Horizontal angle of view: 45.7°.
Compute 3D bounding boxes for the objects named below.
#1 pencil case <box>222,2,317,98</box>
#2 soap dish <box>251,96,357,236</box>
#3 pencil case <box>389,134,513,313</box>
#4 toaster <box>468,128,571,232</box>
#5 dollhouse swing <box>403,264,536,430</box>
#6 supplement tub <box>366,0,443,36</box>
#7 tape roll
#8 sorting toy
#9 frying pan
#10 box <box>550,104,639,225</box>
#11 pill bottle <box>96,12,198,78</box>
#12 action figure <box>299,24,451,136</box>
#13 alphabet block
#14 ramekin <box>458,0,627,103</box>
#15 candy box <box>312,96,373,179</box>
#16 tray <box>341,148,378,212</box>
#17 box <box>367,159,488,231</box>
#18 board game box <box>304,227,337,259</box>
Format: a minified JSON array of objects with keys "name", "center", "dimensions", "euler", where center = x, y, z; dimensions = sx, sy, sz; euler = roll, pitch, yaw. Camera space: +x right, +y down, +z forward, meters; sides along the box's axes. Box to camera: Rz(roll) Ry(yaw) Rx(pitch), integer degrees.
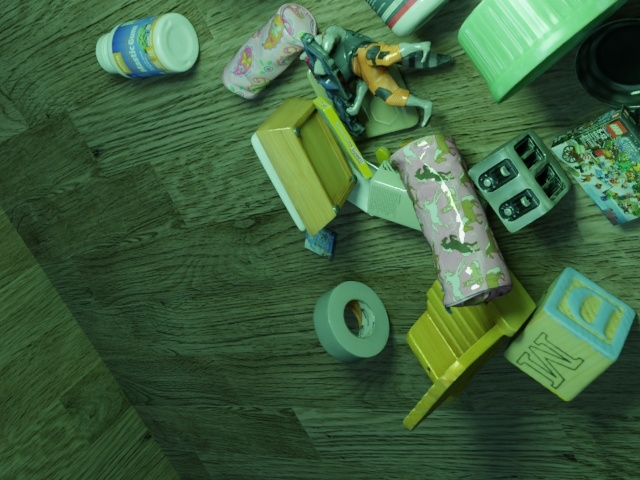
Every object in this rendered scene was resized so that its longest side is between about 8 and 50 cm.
[{"name":"pencil case","center":[-0.124,-0.452,1.843],"dimensions":[0.124,0.124,0.284],"euler":[51,138,-7]},{"name":"soap dish","center":[-0.029,-0.189,1.847],"dimensions":[0.118,0.229,0.291],"euler":[-16,113,29]},{"name":"pencil case","center":[0.280,-0.043,1.650],"dimensions":[0.167,0.160,0.386],"euler":[-26,76,32]},{"name":"toaster","center":[0.432,-0.131,1.630],"dimensions":[0.110,0.185,0.168],"euler":[-34,90,44]},{"name":"dollhouse swing","center":[0.284,0.226,1.828],"dimensions":[0.315,0.305,0.347],"euler":[58,146,26]},{"name":"supplement tub","center":[0.143,-0.559,1.498],"dimensions":[0.272,0.191,0.191],"euler":[48,137,-4]},{"name":"tape roll","center":[0.087,0.227,2.120],"dimensions":[0.219,0.219,0.072],"euler":[52,136,-7]},{"name":"sorting toy","center":[0.123,-0.308,1.823],"dimensions":[0.229,0.041,0.307],"euler":[-10,117,39]},{"name":"frying pan","center":[0.615,-0.288,1.450],"dimensions":[0.197,0.053,0.326],"euler":[-12,128,41]},{"name":"box","center":[0.603,-0.146,1.539],"dimensions":[0.233,0.044,0.159],"euler":[45,140,-17]},{"name":"pill bottle","center":[-0.471,-0.513,2.030],"dimensions":[0.272,0.152,0.152],"euler":[2,122,36]},{"name":"action figure","center":[0.108,-0.367,1.689],"dimensions":[0.330,0.179,0.341],"euler":[25,164,24]},{"name":"alphabet block","center":[0.577,0.217,1.765],"dimensions":[0.193,0.192,0.197],"euler":[37,136,11]},{"name":"ramekin","center":[0.393,-0.399,1.361],"dimensions":[0.148,0.303,0.303],"euler":[52,137,4]},{"name":"candy box","center":[0.054,-0.245,1.815],"dimensions":[0.206,0.027,0.105],"euler":[56,178,-27]},{"name":"tray","center":[0.055,-0.188,1.967],"dimensions":[0.270,0.030,0.145],"euler":[34,137,11]},{"name":"box","center":[0.255,-0.089,1.818],"dimensions":[0.275,0.094,0.113],"euler":[20,135,15]},{"name":"board game box","center":[0.000,0.000,2.160],"dimensions":[0.090,0.020,0.090],"euler":[26,134,21]}]
